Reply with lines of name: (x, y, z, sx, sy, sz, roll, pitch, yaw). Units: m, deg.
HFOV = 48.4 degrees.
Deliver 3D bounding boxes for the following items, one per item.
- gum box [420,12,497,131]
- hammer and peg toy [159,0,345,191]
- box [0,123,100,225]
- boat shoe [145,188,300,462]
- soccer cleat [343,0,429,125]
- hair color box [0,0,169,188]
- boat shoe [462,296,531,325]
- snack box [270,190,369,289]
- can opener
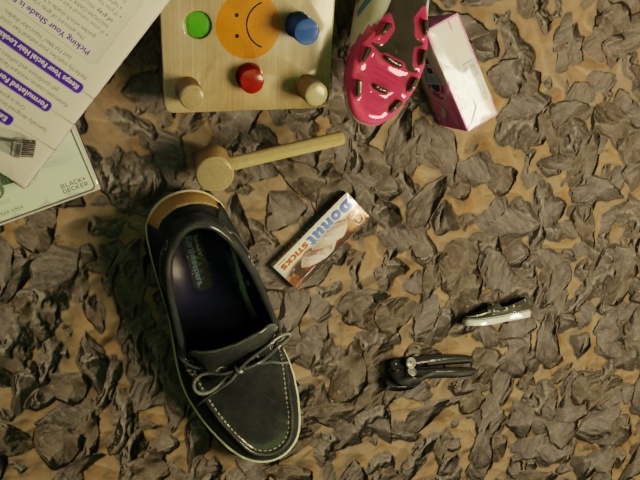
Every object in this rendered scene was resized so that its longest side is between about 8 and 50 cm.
gum box: (0.211, -0.270, 1.168, 0.062, 0.107, 0.188, -31, 111, -8)
hammer and peg toy: (-0.101, -0.266, 1.055, 0.266, 0.127, 0.361, -6, 118, -16)
box: (-0.441, -0.183, 0.996, 0.169, 0.087, 0.290, -23, 110, -11)
boat shoe: (-0.148, 0.163, 1.144, 0.187, 0.156, 0.500, -20, 110, -14)
soccer cleat: (0.102, -0.332, 1.090, 0.116, 0.143, 0.331, 16, 89, -22)
hair color box: (-0.339, -0.253, 0.863, 0.185, 0.110, 0.339, 36, 102, -27)
boat shoe: (0.331, 0.135, 1.348, 0.142, 0.049, 0.040, -7, 87, -17)
snack box: (0.000, 0.000, 1.217, 0.178, 0.022, 0.064, -45, 111, -2)
can opener: (0.207, 0.238, 1.335, 0.186, 0.073, 0.059, -7, 67, -19)
